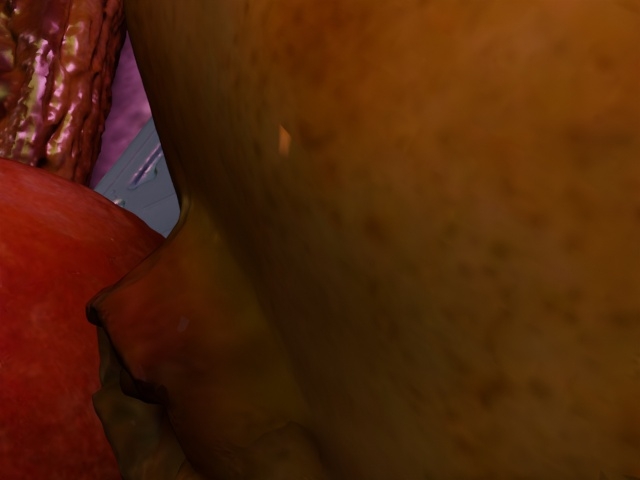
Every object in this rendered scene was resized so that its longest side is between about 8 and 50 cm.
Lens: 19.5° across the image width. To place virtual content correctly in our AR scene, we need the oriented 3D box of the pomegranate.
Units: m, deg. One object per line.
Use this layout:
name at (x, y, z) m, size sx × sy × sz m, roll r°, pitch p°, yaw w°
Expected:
pomegranate at (0.124, -0.025, 0.475) m, size 0.417 × 0.416 × 0.416 m, roll -12°, pitch 45°, yaw 12°

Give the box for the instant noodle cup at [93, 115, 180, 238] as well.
instant noodle cup at (0.000, 0.000, 0.735) m, size 0.179 × 0.070 × 0.157 m, roll 11°, pitch 52°, yaw 32°

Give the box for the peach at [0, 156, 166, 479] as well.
peach at (-0.110, 0.088, 0.595) m, size 0.257 × 0.232 × 0.232 m, roll 20°, pitch 58°, yaw 26°

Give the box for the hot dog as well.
hot dog at (-0.161, -0.066, 0.850) m, size 0.161 × 0.099 × 0.227 m, roll -12°, pitch 47°, yaw 12°
